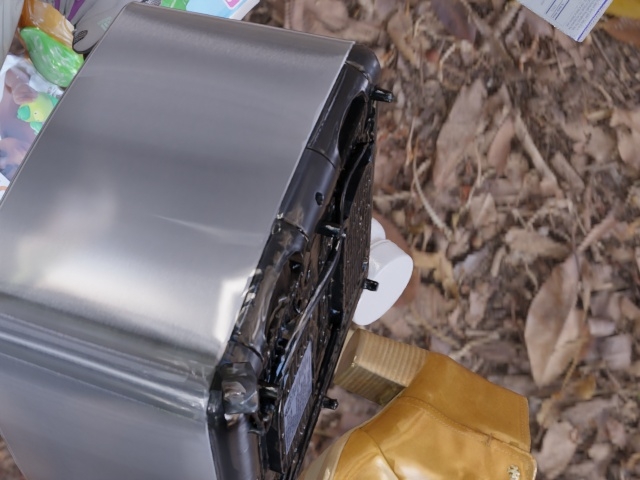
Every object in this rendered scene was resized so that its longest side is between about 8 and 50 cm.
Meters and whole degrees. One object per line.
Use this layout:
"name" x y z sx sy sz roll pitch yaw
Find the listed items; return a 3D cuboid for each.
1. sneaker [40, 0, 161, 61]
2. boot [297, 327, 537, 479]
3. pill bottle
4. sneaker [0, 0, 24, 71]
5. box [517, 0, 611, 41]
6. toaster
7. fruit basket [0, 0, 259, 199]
"sneaker" -0.114 -0.104 0.539 0.098 0.038 0.069 4 89 45
"boot" 0.091 0.236 1.030 0.211 0.295 0.104 26 148 -8
"pill bottle" 0.000 0.000 1.309 0.208 0.119 0.119 39 119 25
"sneaker" -0.216 0.004 0.346 0.148 0.350 0.131 14 153 0
"box" 0.326 -0.352 1.470 0.137 0.072 0.126 38 106 11
"toaster" -0.044 0.016 0.428 0.110 0.168 0.186 14 147 9
"fruit basket" -0.249 -0.201 0.858 0.353 0.165 0.327 -50 117 -19
